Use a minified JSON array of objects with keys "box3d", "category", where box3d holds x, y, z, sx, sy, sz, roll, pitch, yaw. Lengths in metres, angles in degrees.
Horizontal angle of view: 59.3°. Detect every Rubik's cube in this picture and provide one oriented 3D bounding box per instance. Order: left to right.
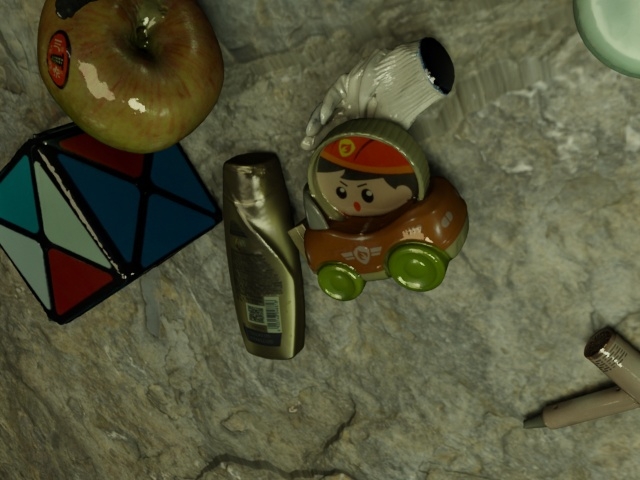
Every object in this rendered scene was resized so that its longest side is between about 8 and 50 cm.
[{"box3d":[-0.358,-0.047,0.930,0.250,0.246,0.248,-28,98,37],"category":"Rubik's cube"}]

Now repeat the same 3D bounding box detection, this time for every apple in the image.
[{"box3d":[-0.260,-0.249,0.779,0.194,0.261,0.260,-13,109,58],"category":"apple"}]

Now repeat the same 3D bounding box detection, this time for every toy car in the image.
[{"box3d":[0.064,-0.051,0.737,0.235,0.145,0.235,12,128,16],"category":"toy car"}]

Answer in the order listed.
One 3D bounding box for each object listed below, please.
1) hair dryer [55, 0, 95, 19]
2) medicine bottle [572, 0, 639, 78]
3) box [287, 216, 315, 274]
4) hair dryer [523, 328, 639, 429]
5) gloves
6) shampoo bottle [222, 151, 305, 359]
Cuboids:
[{"box3d":[-0.262,-0.382,0.668,0.189,0.352,0.107,-8,147,32],"category":"hair dryer"},{"box3d":[0.302,-0.226,0.487,0.139,0.225,0.139,13,120,24],"category":"medicine bottle"},{"box3d":[0.000,0.000,0.862,0.035,0.079,0.083,-26,99,35],"category":"box"},{"box3d":[0.398,0.251,0.789,0.195,0.053,0.220,41,128,4],"category":"hair dryer"},{"box3d":[0.067,-0.172,0.728,0.229,0.097,0.119,-26,97,31],"category":"gloves"},{"box3d":[-0.094,0.031,0.928,0.126,0.084,0.350,6,117,24],"category":"shampoo bottle"}]
